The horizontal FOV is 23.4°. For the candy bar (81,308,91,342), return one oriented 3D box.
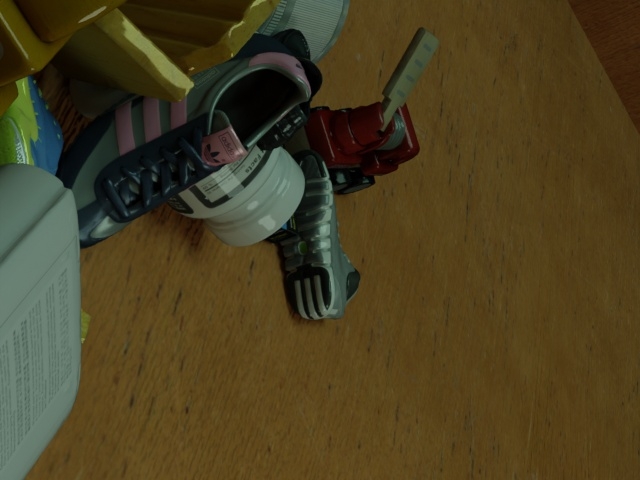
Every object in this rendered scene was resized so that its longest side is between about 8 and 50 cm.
[{"bbox_3d":[-0.283,0.041,1.545,0.161,0.018,0.040,52,31,-35],"label":"candy bar"}]

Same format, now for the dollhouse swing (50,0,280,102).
[{"bbox_3d":[-0.197,-0.384,1.577,0.347,0.315,0.305,-51,128,-18],"label":"dollhouse swing"}]

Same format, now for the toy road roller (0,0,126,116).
[{"bbox_3d":[-0.275,-0.209,1.239,0.202,0.241,0.329,59,26,-22],"label":"toy road roller"}]

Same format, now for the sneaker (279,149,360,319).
[{"bbox_3d":[0.000,0.000,2.073,0.132,0.086,0.228,23,62,-63],"label":"sneaker"}]

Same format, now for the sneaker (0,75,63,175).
[{"bbox_3d":[-0.320,-0.142,1.549,0.126,0.091,0.240,35,45,-72],"label":"sneaker"}]

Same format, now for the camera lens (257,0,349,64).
[{"bbox_3d":[-0.106,-0.316,1.914,0.274,0.219,0.219,1,71,-63],"label":"camera lens"}]

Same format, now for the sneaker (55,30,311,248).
[{"bbox_3d":[-0.148,-0.099,1.591,0.131,0.319,0.112,34,-17,50],"label":"sneaker"}]

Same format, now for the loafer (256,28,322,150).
[{"bbox_3d":[-0.032,-0.179,1.757,0.076,0.078,0.223,56,24,-26],"label":"loafer"}]

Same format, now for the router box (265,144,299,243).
[{"bbox_3d":[-0.091,-0.097,1.988,0.133,0.046,0.179,23,52,-56],"label":"router box"}]

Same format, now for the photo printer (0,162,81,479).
[{"bbox_3d":[-0.297,0.113,1.259,0.307,0.107,0.256,-62,160,-57],"label":"photo printer"}]

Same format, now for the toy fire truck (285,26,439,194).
[{"bbox_3d":[0.080,-0.175,2.147,0.217,0.246,0.158,-4,76,-63],"label":"toy fire truck"}]

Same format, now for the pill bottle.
[{"bbox_3d":[-0.145,-0.126,1.771,0.278,0.162,0.162,48,33,-39],"label":"pill bottle"}]
